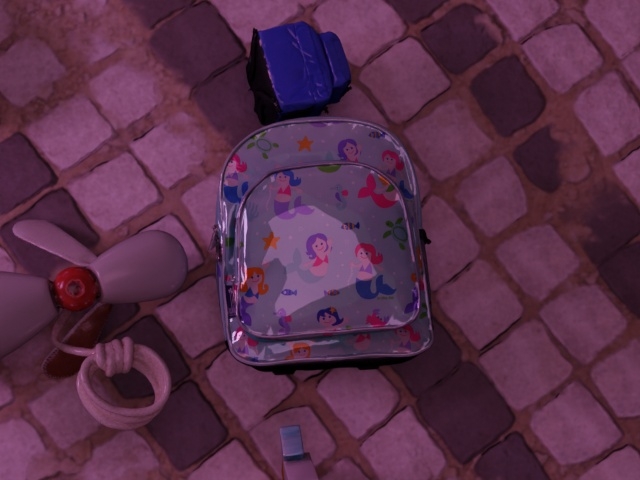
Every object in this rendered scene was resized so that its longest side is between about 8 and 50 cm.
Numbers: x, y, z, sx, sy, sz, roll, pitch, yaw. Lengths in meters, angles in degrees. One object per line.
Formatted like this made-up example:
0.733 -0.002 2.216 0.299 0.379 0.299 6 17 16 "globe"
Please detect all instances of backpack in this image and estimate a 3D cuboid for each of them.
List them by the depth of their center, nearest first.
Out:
0.000 0.000 1.135 0.225 0.191 0.253 -3 78 -3 "backpack"
-0.025 -0.166 1.182 0.101 0.120 0.097 -8 81 -14 "backpack"

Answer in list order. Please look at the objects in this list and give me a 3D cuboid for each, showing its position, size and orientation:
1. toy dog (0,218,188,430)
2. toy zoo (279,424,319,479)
-0.313 0.078 1.141 0.334 0.161 0.220 6 79 -17 "toy dog"
-0.010 0.326 1.081 0.030 0.192 0.293 -6 82 -5 "toy zoo"
